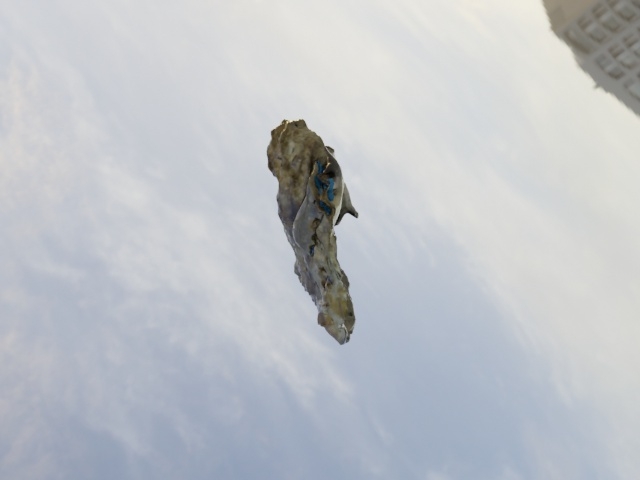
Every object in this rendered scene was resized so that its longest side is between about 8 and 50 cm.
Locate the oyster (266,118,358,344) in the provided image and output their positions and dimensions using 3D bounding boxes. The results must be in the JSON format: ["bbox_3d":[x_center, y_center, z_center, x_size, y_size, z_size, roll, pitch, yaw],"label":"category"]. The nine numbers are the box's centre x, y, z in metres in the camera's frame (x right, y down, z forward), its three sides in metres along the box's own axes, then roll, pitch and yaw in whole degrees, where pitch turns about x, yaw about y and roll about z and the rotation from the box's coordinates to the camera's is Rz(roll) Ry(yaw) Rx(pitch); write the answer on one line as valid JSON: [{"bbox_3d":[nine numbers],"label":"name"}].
[{"bbox_3d":[0.000,0.000,0.833,0.214,0.083,0.223,68,-165,-59],"label":"oyster"}]
